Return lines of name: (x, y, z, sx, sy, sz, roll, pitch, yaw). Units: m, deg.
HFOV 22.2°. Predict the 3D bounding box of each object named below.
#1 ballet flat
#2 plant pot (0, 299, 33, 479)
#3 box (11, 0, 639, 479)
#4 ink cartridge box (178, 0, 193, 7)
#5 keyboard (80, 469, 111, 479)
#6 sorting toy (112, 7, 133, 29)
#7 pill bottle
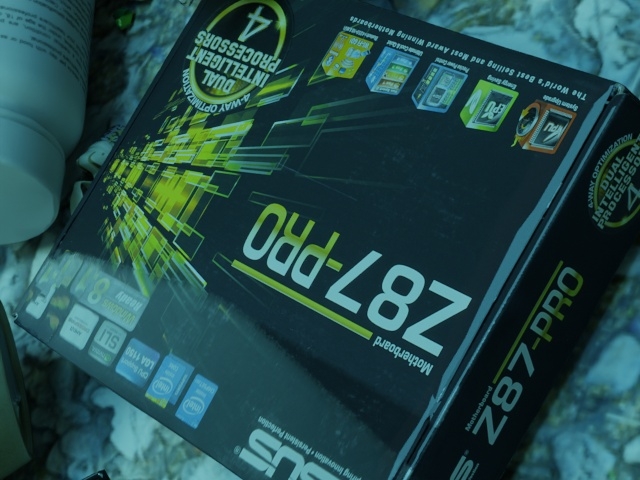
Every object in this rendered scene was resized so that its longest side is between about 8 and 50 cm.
ballet flat: (-0.177, -0.047, 1.295, 0.041, 0.041, 0.114, -8, 62, 35)
plant pot: (-0.359, 0.128, 1.195, 0.274, 0.256, 0.256, -13, 54, -5)
box: (0.000, 0.000, 1.093, 0.395, 0.097, 0.318, 27, 87, 44)
ink cartridge box: (-0.050, -0.331, 1.224, 0.271, 0.130, 0.309, -66, 31, 19)
keyboard: (-0.071, 0.278, 0.962, 0.202, 0.033, 0.317, -27, 73, -17)
sorting toy: (-0.164, -0.217, 1.393, 0.062, 0.012, 0.083, 11, 74, 42)
pill bottle: (-0.267, -0.149, 1.326, 0.160, 0.160, 0.283, -20, 53, 29)
